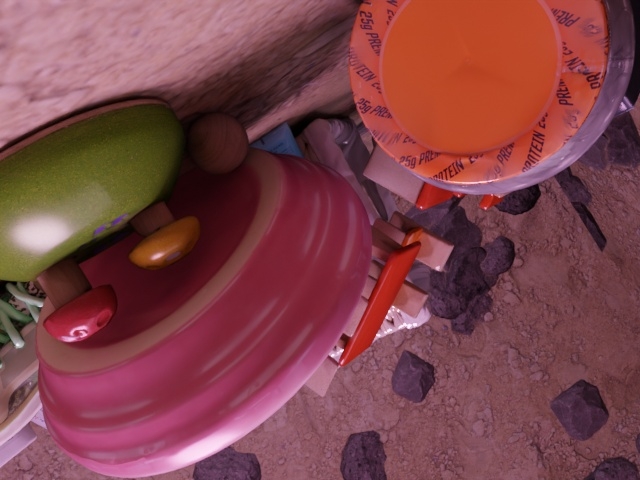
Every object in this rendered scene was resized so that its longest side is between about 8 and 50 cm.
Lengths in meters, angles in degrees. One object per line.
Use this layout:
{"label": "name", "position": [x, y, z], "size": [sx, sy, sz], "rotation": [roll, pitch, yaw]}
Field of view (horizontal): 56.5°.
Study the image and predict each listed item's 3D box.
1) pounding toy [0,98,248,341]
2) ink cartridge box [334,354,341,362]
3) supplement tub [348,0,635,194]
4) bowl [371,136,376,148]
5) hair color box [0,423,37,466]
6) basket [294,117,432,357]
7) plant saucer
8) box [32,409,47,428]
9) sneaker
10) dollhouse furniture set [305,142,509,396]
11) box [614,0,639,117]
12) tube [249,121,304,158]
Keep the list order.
{"label": "pounding toy", "position": [-0.146, -0.009, 0.443], "size": [0.183, 0.110, 0.237], "rotation": [-32, -178, 24]}
{"label": "ink cartridge box", "position": [0.027, 0.191, 1.123], "size": [0.181, 0.062, 0.104], "rotation": [-30, -174, -30]}
{"label": "supplement tub", "position": [0.143, -0.148, 0.489], "size": [0.193, 0.194, 0.316], "rotation": [-32, -178, 26]}
{"label": "bowl", "position": [0.192, -0.229, 0.977], "size": [0.298, 0.134, 0.298], "rotation": [-34, -178, 1]}
{"label": "hair color box", "position": [-0.594, 0.308, 0.924], "size": [0.110, 0.185, 0.339], "rotation": [-32, -179, -6]}
{"label": "basket", "position": [0.000, 0.000, 0.993], "size": [0.266, 0.328, 0.331], "rotation": [-28, -176, 15]}
{"label": "plant saucer", "position": [-0.120, 0.030, 0.520], "size": [0.332, 0.084, 0.332], "rotation": [-22, -143, 17]}
{"label": "box", "position": [-0.376, 0.197, 1.035], "size": [0.231, 0.127, 0.262], "rotation": [-22, -144, 46]}
{"label": "sneaker", "position": [-0.318, 0.080, 0.655], "size": [0.410, 0.158, 0.182], "rotation": [-32, 150, -49]}
{"label": "dollhouse furniture set", "position": [0.084, 0.024, 0.643], "size": [0.262, 0.135, 0.259], "rotation": [-21, 138, -58]}
{"label": "box", "position": [0.440, -0.326, 1.224], "size": [0.293, 0.212, 0.395], "rotation": [-48, -169, -35]}
{"label": "tube", "position": [-0.021, -0.044, 0.771], "size": [0.080, 0.207, 0.052], "rotation": [-34, -167, -2]}
